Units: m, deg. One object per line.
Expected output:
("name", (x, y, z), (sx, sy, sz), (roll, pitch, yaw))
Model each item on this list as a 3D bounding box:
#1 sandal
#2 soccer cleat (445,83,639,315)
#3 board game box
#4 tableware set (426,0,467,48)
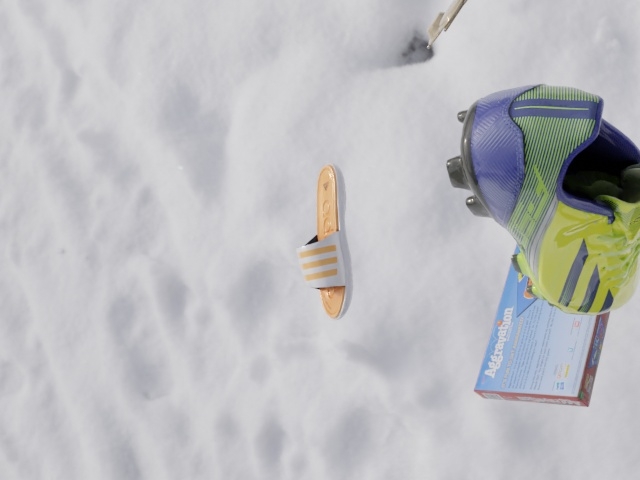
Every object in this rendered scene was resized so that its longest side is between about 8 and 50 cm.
("sandal", (-0.005, 0.001, 1.332), (0.102, 0.076, 0.265), (154, 115, -61))
("soccer cleat", (0.200, -0.014, 0.593), (0.121, 0.289, 0.093), (-3, 63, 37))
("board game box", (0.289, 0.065, 0.991), (0.145, 0.027, 0.281), (-6, 54, 47))
("tableware set", (0.187, -0.324, 1.060), (0.020, 0.168, 0.141), (32, 93, -8))
